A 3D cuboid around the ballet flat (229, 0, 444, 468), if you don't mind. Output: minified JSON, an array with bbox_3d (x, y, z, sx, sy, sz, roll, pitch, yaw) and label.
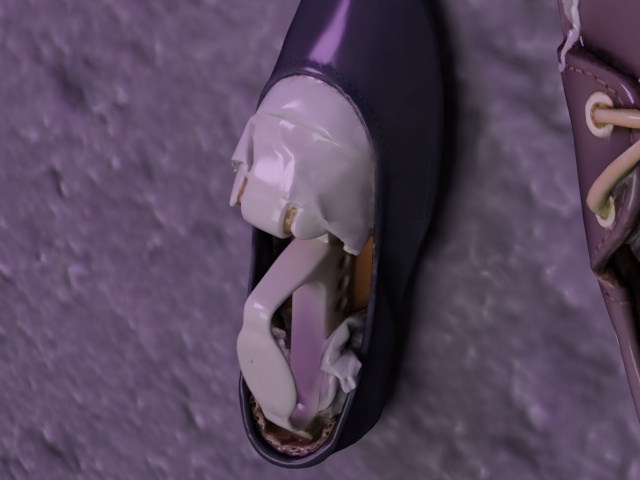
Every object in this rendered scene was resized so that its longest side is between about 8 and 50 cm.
[{"bbox_3d":[0.000,0.000,0.482,0.074,0.074,0.203,24,125,27],"label":"ballet flat"}]

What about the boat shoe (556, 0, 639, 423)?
[{"bbox_3d":[0.124,-0.008,0.360,0.116,0.096,0.324,-6,108,40],"label":"boat shoe"}]
